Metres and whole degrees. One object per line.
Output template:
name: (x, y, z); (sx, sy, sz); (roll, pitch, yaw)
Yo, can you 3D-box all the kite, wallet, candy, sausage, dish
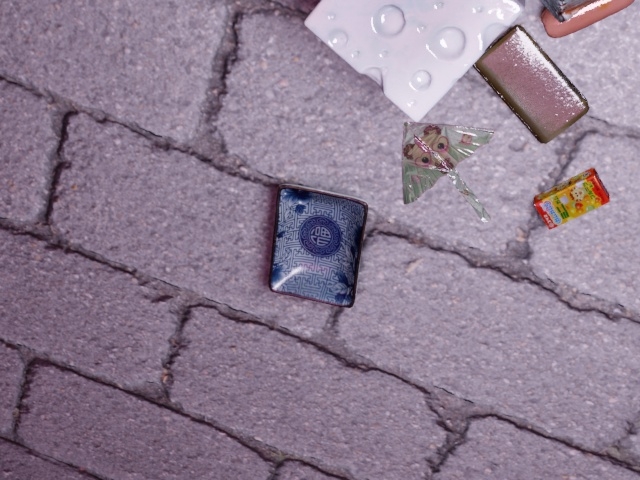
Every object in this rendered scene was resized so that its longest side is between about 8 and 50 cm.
kite: (0.243, -0.131, 1.538); (0.229, 0.012, 0.250); (-37, 104, 29)
wallet: (0.365, -0.270, 1.421); (0.198, 0.031, 0.110); (46, 118, -10)
candy: (0.458, -0.075, 1.491); (0.122, 0.038, 0.062); (-28, 106, 25)
sausage: (0.436, -0.382, 1.327); (0.154, 0.062, 0.062); (-23, 109, 24)
dish: (0.000, 0.000, 1.628); (0.181, 0.080, 0.243); (12, 117, 9)

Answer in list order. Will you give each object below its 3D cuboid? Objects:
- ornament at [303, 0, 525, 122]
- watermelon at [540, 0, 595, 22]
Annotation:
ornament: (0.157, -0.380, 1.302); (0.239, 0.240, 0.240); (39, 119, -9)
watermelon: (0.391, -0.452, 1.249); (0.289, 0.320, 0.214); (-28, 133, -15)
